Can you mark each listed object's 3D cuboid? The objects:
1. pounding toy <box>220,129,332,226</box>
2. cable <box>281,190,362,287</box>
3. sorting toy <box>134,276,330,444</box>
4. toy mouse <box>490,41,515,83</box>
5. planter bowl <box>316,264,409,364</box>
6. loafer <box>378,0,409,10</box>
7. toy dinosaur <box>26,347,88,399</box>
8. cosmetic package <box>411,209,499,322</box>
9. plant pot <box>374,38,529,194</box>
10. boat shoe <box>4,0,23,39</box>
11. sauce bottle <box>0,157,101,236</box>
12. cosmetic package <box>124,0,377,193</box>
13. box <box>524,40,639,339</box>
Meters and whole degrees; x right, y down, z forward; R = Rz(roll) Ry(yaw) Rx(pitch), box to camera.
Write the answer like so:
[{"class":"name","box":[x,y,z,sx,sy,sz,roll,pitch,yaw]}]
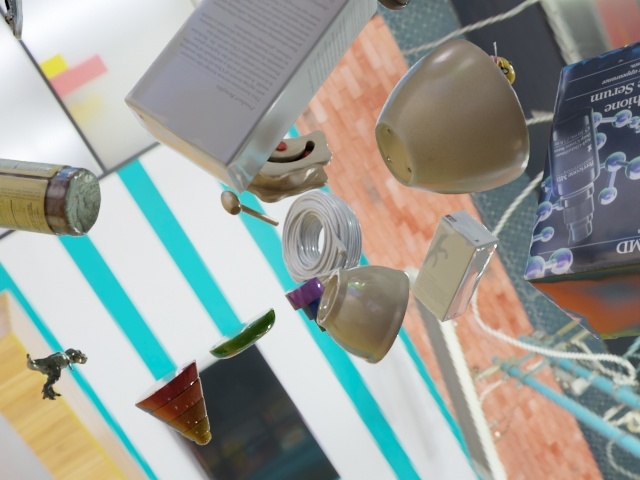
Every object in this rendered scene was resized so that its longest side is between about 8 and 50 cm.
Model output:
[{"class":"pounding toy","box":[-0.109,-0.135,1.778,0.154,0.270,0.154,50,-34,34]},{"class":"cable","box":[0.000,0.000,2.142,0.257,0.089,0.257,-32,-118,48]},{"class":"sorting toy","box":[-0.120,0.207,1.380,0.126,0.366,0.127,57,-17,-3]},{"class":"toy mouse","box":[0.363,-0.321,1.719,0.143,0.031,0.160,106,-17,-63]},{"class":"planter bowl","box":[0.060,0.108,1.356,0.109,0.162,0.162,20,-4,-12]},{"class":"loafer","box":[0.087,-0.627,1.665,0.366,0.133,0.130,38,-41,-27]},{"class":"toy dinosaur","box":[-0.654,0.325,2.039,0.268,0.064,0.118,21,68,-79]},{"class":"cosmetic package","box":[0.297,0.058,1.873,0.117,0.086,0.231,47,-45,31]},{"class":"plant pot","box":[0.213,-0.196,1.521,0.284,0.191,0.284,55,-17,26]},{"class":"boat shoe","box":[-0.718,-0.521,1.962,0.049,0.040,0.142,115,-33,-46]},{"class":"sauce bottle","box":[-0.510,-0.077,1.292,0.345,0.111,0.111,9,-31,17]},{"class":"cosmetic package","box":[-0.113,-0.340,1.519,0.230,0.453,0.161,33,-11,13]},{"class":"box","box":[0.498,-0.085,1.201,0.212,0.395,0.294,34,-31,-32]}]
